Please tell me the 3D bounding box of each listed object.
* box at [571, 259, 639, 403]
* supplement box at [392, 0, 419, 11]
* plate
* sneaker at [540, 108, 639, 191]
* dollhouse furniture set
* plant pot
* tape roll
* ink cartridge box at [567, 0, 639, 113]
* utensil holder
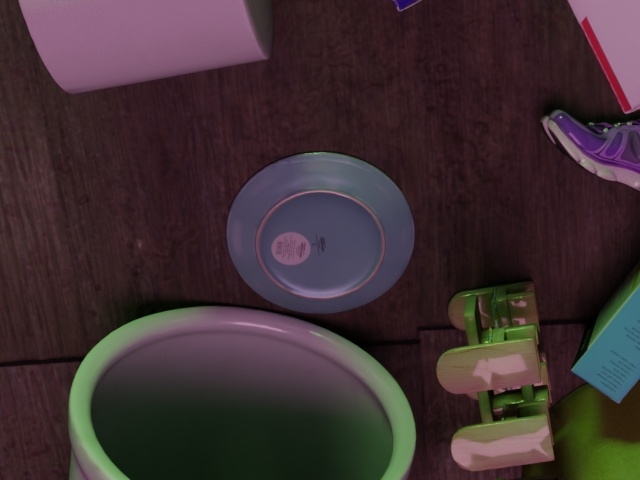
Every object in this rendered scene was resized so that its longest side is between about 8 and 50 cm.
[{"bbox_3d":[0.340,0.037,1.509,0.060,0.100,0.244,35,118,2],"label":"box"},{"bbox_3d":[0.054,-0.322,1.290,0.114,0.111,0.220,-28,118,16],"label":"supplement box"},{"bbox_3d":[0.000,0.000,1.541,0.188,0.024,0.188,0,123,0],"label":"plate"},{"bbox_3d":[0.283,-0.092,1.470,0.170,0.068,0.071,19,105,-21],"label":"sneaker"},{"bbox_3d":[0.143,0.180,1.507,0.161,0.212,0.242,-9,102,10],"label":"dollhouse furniture set"},{"bbox_3d":[0.357,0.322,1.579,0.274,0.293,0.275,0,121,0],"label":"plant pot"},{"bbox_3d":[-0.142,-0.251,1.258,0.169,0.246,0.246,-9,121,6],"label":"tape roll"},{"bbox_3d":[0.244,-0.241,1.266,0.100,0.237,0.172,-23,119,17],"label":"ink cartridge box"},{"bbox_3d":[-0.102,0.311,1.566,0.327,0.327,0.385,9,124,-5],"label":"utensil holder"}]
